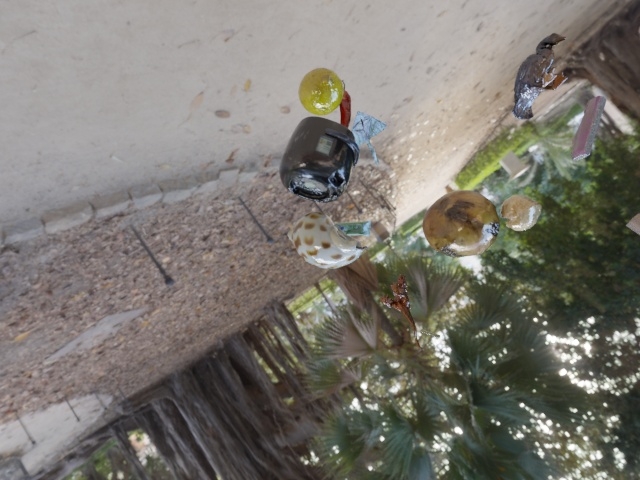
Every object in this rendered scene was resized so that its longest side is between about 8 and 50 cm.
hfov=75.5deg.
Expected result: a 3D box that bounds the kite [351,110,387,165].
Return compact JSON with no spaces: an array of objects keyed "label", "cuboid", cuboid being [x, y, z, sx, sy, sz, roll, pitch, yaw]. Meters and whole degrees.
[{"label":"kite","cuboid":[0.186,-0.400,1.647,0.229,0.250,0.012,-39,-145,-15]}]

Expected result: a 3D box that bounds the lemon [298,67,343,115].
[{"label":"lemon","cuboid":[0.004,-0.572,1.586,0.173,0.173,0.206,-35,-169,-14]}]

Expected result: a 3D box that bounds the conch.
[{"label":"conch","cuboid":[0.000,0.000,1.259,0.149,0.275,0.182,-52,136,4]}]

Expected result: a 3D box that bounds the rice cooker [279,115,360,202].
[{"label":"rice cooker","cuboid":[-0.005,-0.261,1.392,0.267,0.267,0.224,126,-19,-64]}]

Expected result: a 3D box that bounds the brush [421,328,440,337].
[{"label":"brush","cuboid":[0.471,0.399,1.767,0.016,0.083,0.013,-54,150,-41]}]

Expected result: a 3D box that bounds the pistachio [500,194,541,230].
[{"label":"pistachio","cuboid":[0.848,-0.121,1.739,0.229,0.157,0.157,-9,153,-51]}]

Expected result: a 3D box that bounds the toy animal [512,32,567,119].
[{"label":"toy animal","cuboid":[0.804,-0.603,1.531,0.122,0.185,0.298,2,130,-16]}]

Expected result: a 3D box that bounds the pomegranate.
[{"label":"pomegranate","cuboid":[0.614,-0.073,1.812,0.322,0.322,0.322,-36,172,-6]}]

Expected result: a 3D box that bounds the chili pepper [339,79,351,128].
[{"label":"chili pepper","cuboid":[0.100,-0.538,1.684,0.050,0.268,0.059,-5,159,15]}]

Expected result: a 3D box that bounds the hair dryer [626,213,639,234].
[{"label":"hair dryer","cuboid":[0.957,-0.020,1.158,0.220,0.195,0.054,17,117,-47]}]

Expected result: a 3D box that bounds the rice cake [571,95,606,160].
[{"label":"rice cake","cuboid":[0.724,-0.302,1.116,0.207,0.036,0.047,-63,-176,-14]}]

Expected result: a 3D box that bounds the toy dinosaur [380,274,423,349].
[{"label":"toy dinosaur","cuboid":[0.396,0.320,2.054,0.097,0.208,0.432,-31,-141,31]}]

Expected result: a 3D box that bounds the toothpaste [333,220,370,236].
[{"label":"toothpaste","cuboid":[0.080,-0.052,1.865,0.296,0.075,0.048,-1,-168,-3]}]
